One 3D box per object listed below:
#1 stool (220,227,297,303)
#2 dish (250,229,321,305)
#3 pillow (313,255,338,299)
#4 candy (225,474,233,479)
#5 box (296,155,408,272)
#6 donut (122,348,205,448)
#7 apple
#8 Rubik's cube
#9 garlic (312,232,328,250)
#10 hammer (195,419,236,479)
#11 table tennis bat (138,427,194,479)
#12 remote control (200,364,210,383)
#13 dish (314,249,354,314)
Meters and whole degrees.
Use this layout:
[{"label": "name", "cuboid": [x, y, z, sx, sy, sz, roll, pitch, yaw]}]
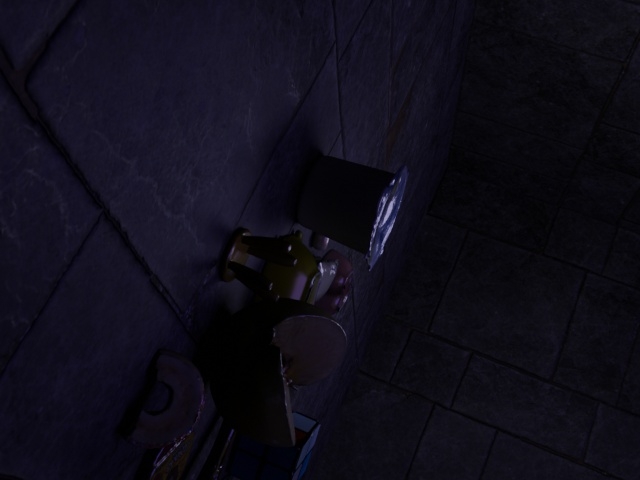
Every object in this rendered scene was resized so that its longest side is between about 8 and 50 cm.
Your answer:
[{"label": "stool", "cuboid": [-0.118, 0.045, 1.406, 0.134, 0.111, 0.134, -47, 155, -60]}, {"label": "dish", "cuboid": [-0.068, 0.118, 1.724, 0.221, 0.108, 0.262, -23, 133, -73]}, {"label": "pillow", "cuboid": [-0.015, 0.105, 1.979, 0.181, 0.078, 0.134, 2, 108, -75]}, {"label": "candy", "cuboid": [-0.262, 0.654, 1.872, 0.305, 0.083, 0.091, -19, 127, -83]}, {"label": "box", "cuboid": [0.062, -0.086, 1.722, 0.291, 0.207, 0.262, 37, 73, -75]}, {"label": "donut", "cuboid": [-0.253, 0.275, 1.245, 0.165, 0.108, 0.065, -70, -168, -20]}, {"label": "apple", "cuboid": [-0.105, 0.251, 1.506, 0.295, 0.234, 0.257, -63, 150, -27]}, {"label": "Rubik's cube", "cuboid": [-0.124, 0.559, 2.008, 0.180, 0.184, 0.167, -31, 142, -72]}, {"label": "garlic", "cuboid": [0.001, 0.000, 1.973, 0.083, 0.041, 0.053, 102, 0, -63]}, {"label": "hammer", "cuboid": [-0.232, 0.476, 1.679, 0.242, 0.096, 0.408, 102, 7, -60]}, {"label": "table tennis bat", "cuboid": [-0.296, 0.415, 1.430, 0.200, 0.038, 0.310, -41, 153, -66]}, {"label": "remote control", "cuboid": [-0.246, 0.291, 1.476, 0.096, 0.014, 0.039, -53, 160, -47]}, {"label": "dish", "cuboid": [0.040, 0.138, 2.217, 0.213, 0.091, 0.213, 21, 90, -77]}]
